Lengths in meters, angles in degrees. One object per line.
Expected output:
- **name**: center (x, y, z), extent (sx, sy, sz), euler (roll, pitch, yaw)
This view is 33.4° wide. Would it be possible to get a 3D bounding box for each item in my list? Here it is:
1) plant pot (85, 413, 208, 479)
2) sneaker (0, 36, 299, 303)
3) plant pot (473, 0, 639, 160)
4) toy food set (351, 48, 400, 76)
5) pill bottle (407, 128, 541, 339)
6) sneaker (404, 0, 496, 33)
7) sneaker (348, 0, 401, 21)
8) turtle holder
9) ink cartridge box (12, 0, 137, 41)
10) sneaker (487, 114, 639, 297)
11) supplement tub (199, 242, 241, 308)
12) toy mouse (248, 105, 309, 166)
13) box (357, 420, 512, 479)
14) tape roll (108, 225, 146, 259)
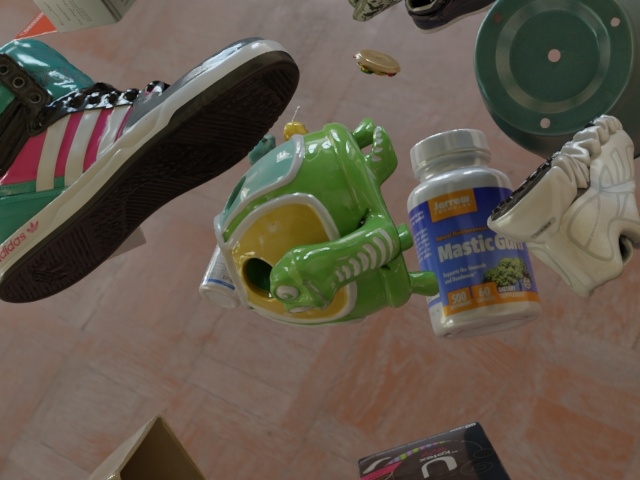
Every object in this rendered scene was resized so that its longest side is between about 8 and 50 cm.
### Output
- **plant pot**: center (-0.141, 0.215, 0.792), extent (0.096, 0.109, 0.109), euler (-32, 98, 13)
- **sneaker**: center (-0.171, -0.103, 0.842), extent (0.295, 0.124, 0.178), euler (-36, 69, 10)
- **plant pot**: center (0.307, -0.216, 1.292), extent (0.271, 0.255, 0.272), euler (3, 98, 23)
- **toy food set**: center (0.094, -0.296, 1.779), extent (0.083, 0.082, 0.020), euler (-106, 31, -56)
- **pill bottle**: center (0.205, -0.010, 1.482), extent (0.152, 0.152, 0.272), euler (-16, 75, 19)
- **sneaker**: center (0.263, -0.481, 2.008), extent (0.226, 0.163, 0.086), euler (-30, 73, 12)
- **sneaker**: center (-0.014, -0.336, 0.985), extent (0.182, 0.410, 0.158), euler (-36, 40, 22)
- **turtle holder**: center (0.003, 0.009, 1.265), extent (0.227, 0.243, 0.320), euler (-20, 43, 0)
- **ink cartridge box**: center (-0.252, -0.362, 1.306), extent (0.238, 0.060, 0.275), euler (3, 50, 44)
- **sneaker**: center (0.250, -0.034, 1.000), extent (0.118, 0.292, 0.110), euler (46, 123, 4)
- **supplement tub**: center (-0.141, 0.046, 1.669), extent (0.071, 0.071, 0.107), euler (4, 59, 29)
- **toy mouse**: center (-0.078, -0.129, 1.684), extent (0.143, 0.031, 0.161), euler (-35, 46, 16)
- **box**: center (0.142, 0.323, 1.177), extent (0.165, 0.270, 0.143), euler (-19, 97, 1)
- **tape roll**: center (-0.347, -0.074, 1.368), extent (0.169, 0.246, 0.246), euler (-24, 53, -8)
